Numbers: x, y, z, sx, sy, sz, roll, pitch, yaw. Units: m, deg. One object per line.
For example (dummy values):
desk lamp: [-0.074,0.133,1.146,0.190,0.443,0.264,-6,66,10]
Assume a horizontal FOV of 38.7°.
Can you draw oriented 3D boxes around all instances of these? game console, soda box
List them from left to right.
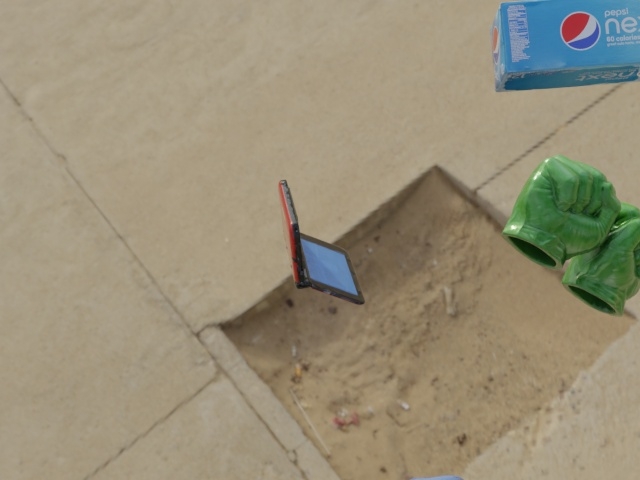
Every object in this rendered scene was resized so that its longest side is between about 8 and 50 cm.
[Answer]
game console: [0.000,0.000,1.132,0.085,0.124,0.144,-8,28,-5]
soda box: [0.266,-0.183,0.834,0.210,0.071,0.067,-3,84,2]

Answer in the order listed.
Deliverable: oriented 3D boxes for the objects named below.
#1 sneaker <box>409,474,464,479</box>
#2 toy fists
sneaker: [0.100,0.220,0.429,0.090,0.081,0.232,-20,62,19]
toy fists: [0.365,-0.010,1.227,0.096,0.279,0.142,16,76,55]
